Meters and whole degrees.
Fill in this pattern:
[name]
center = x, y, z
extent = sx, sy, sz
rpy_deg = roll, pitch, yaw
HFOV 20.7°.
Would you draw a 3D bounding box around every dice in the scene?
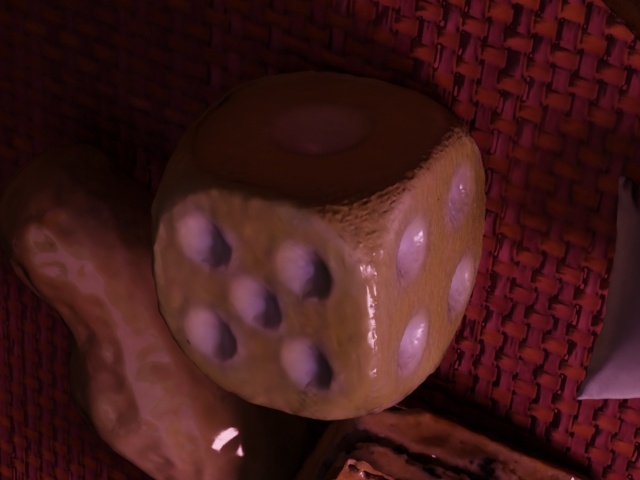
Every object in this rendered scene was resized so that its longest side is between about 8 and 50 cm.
[dice]
center = 0.000, 0.000, 1.146
extent = 0.169, 0.166, 0.169
rpy_deg = 16, 127, 26

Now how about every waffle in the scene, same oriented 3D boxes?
[waffle]
center = 0.056, 0.252, 1.297
extent = 0.213, 0.091, 0.308
rpy_deg = 24, 134, -7

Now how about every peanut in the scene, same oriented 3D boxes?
[peanut]
center = -0.131, 0.075, 1.306
extent = 0.147, 0.147, 0.319
rpy_deg = -22, 110, 42

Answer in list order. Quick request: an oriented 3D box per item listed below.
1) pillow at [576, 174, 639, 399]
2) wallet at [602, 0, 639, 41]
[pillow]
center = 0.279, 0.064, 1.049
extent = 0.254, 0.078, 0.144
rpy_deg = 18, 106, 24
[wallet]
center = 0.173, -0.201, 0.983
extent = 0.255, 0.031, 0.137
rpy_deg = 46, 134, -2
